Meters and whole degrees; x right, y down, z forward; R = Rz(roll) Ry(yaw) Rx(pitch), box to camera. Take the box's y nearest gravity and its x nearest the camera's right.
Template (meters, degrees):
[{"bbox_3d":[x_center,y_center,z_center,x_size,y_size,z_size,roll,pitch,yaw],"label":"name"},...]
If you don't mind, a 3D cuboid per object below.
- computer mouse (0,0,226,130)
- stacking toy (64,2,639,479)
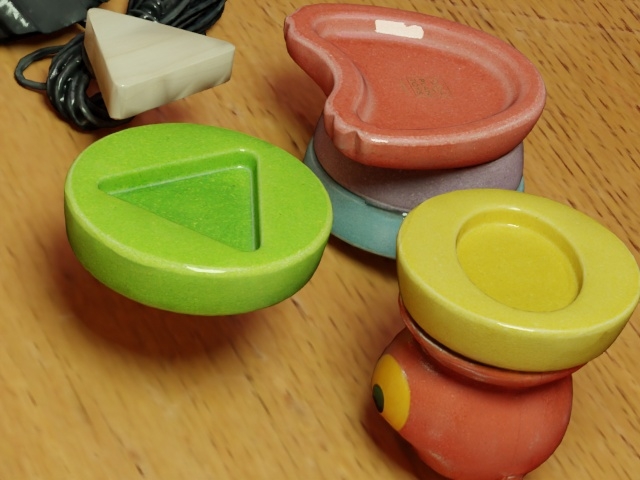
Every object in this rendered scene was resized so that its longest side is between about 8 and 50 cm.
[{"bbox_3d":[-0.190,-0.188,1.175,0.272,0.072,0.188,30,40,4],"label":"computer mouse"},{"bbox_3d":[0.000,0.000,1.062,0.279,0.130,0.309,4,34,-9],"label":"stacking toy"}]
